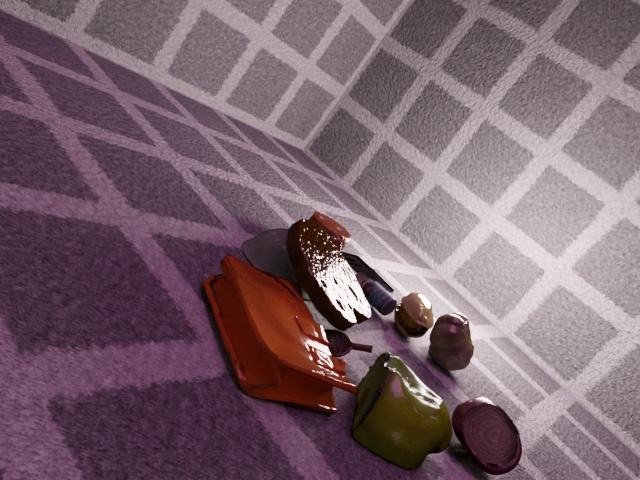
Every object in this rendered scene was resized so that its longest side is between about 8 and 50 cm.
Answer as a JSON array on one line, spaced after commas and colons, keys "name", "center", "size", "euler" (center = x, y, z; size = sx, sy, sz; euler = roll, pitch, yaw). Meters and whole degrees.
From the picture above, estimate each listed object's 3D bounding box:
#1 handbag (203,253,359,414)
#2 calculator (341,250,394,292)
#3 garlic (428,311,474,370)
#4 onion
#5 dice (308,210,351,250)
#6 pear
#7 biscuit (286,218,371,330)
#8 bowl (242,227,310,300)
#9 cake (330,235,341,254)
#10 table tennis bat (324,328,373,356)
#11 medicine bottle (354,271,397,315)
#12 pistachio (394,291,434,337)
[{"name": "handbag", "center": [-0.109, 0.219, 1.341], "size": [0.303, 0.116, 0.410], "euler": [30, 17, -38]}, {"name": "calculator", "center": [0.177, 0.123, 2.235], "size": [0.262, 0.021, 0.161], "euler": [42, -15, -29]}, {"name": "garlic", "center": [0.485, 0.380, 2.074], "size": [0.152, 0.227, 0.228], "euler": [-6, -14, 36]}, {"name": "onion", "center": [0.465, 0.546, 1.558], "size": [0.207, 0.200, 0.200], "euler": [27, 11, 18]}, {"name": "dice", "center": [0.000, 0.000, 2.121], "size": [0.179, 0.174, 0.175], "euler": [39, 16, 2]}, {"name": "pear", "center": [0.214, 0.426, 1.365], "size": [0.292, 0.159, 0.292], "euler": [37, 15, -11]}, {"name": "biscuit", "center": [0.026, 0.112, 1.673], "size": [0.381, 0.074, 0.359], "euler": [54, 21, -21]}, {"name": "bowl", "center": [-0.091, 0.044, 1.836], "size": [0.313, 0.146, 0.313], "euler": [35, 14, -10]}, {"name": "cake", "center": [0.057, 0.079, 1.991], "size": [0.220, 0.117, 0.086], "euler": [55, 5, -10]}, {"name": "table tennis bat", "center": [0.055, 0.332, 1.567], "size": [0.170, 0.119, 0.107], "euler": [9, 33, 3]}, {"name": "medicine bottle", "center": [0.206, 0.203, 2.154], "size": [0.083, 0.083, 0.203], "euler": [22, 17, -46]}, {"name": "pistachio", "center": [0.360, 0.291, 2.113], "size": [0.157, 0.157, 0.229], "euler": [37, 22, -2]}]
